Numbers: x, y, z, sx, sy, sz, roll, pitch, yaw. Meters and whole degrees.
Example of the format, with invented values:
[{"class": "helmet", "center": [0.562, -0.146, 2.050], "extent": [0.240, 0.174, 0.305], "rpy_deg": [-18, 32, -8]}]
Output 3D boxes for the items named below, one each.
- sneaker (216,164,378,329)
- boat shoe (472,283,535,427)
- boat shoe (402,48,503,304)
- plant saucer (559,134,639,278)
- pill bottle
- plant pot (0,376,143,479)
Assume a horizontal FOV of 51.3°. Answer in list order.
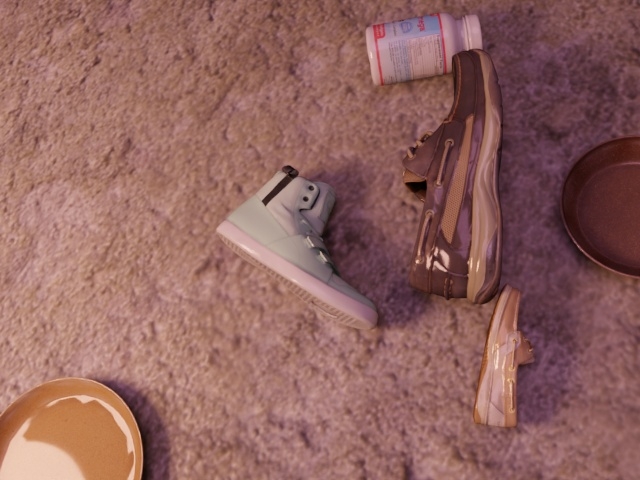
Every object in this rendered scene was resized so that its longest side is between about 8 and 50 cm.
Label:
[{"class": "sneaker", "center": [0.000, 0.000, 0.881], "extent": [0.255, 0.094, 0.151], "rpy_deg": [34, 75, 21]}, {"class": "boat shoe", "center": [0.225, 0.138, 0.794], "extent": [0.059, 0.063, 0.170], "rpy_deg": [11, 80, 14]}, {"class": "boat shoe", "center": [0.168, -0.095, 0.864], "extent": [0.130, 0.132, 0.356], "rpy_deg": [0, 66, 12]}, {"class": "plant saucer", "center": [0.404, -0.039, 0.841], "extent": [0.198, 0.036, 0.199], "rpy_deg": [-4, 66, 10]}, {"class": "pill bottle", "center": [0.150, -0.281, 0.969], "extent": [0.160, 0.087, 0.087], "rpy_deg": [-9, 66, 8]}, {"class": "plant pot", "center": [-0.334, 0.297, 0.860], "extent": [0.236, 0.032, 0.237], "rpy_deg": [-4, 67, 10]}]
